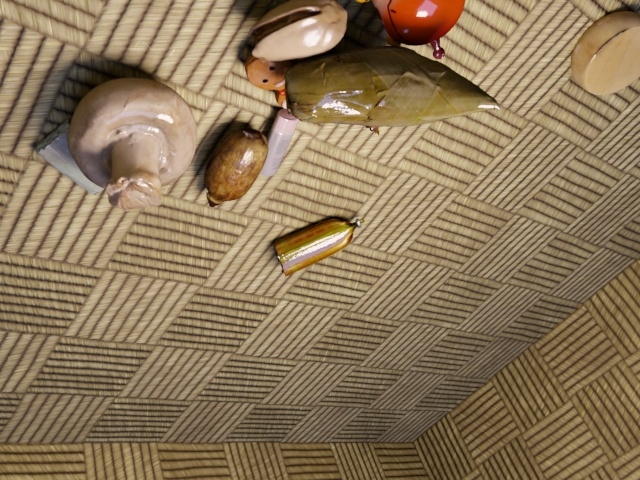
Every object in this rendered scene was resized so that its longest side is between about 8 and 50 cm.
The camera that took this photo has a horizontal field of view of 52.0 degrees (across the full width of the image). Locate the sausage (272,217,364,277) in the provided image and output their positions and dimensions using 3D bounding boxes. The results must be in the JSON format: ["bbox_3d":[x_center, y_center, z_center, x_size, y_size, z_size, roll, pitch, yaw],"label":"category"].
[{"bbox_3d":[-0.001,-0.001,2.110,0.317,0.117,0.125,-26,157,-1],"label":"sausage"}]

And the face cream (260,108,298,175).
[{"bbox_3d":[-0.117,-0.266,1.776,0.084,0.057,0.198,-33,157,-49],"label":"face cream"}]

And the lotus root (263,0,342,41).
[{"bbox_3d":[-0.042,-0.518,1.512,0.183,0.078,0.203,-31,139,27],"label":"lotus root"}]

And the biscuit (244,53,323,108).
[{"bbox_3d":[-0.032,-0.390,1.604,0.324,0.049,0.205,10,144,-33],"label":"biscuit"}]

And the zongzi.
[{"bbox_3d":[0.129,-0.317,1.421,0.356,0.393,0.174,-11,117,-24],"label":"zongzi"}]

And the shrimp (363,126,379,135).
[{"bbox_3d":[0.146,-0.385,1.783,0.145,0.061,0.267,-28,141,-11],"label":"shrimp"}]

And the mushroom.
[{"bbox_3d":[-0.415,-0.211,1.497,0.297,0.290,0.297,-15,142,-12],"label":"mushroom"}]

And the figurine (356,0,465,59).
[{"bbox_3d":[0.225,-0.582,1.479,0.320,0.196,0.323,-27,142,-11],"label":"figurine"}]

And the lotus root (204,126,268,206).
[{"bbox_3d":[-0.232,-0.189,1.744,0.145,0.128,0.260,-20,150,-55],"label":"lotus root"}]

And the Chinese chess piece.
[{"bbox_3d":[0.862,-0.550,1.934,0.250,0.097,0.251,-14,141,-11],"label":"Chinese chess piece"}]

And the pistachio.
[{"bbox_3d":[-0.048,-0.456,1.427,0.223,0.126,0.152,-15,176,9],"label":"pistachio"}]

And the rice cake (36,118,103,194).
[{"bbox_3d":[-0.588,-0.198,1.627,0.124,0.038,0.211,-34,141,12],"label":"rice cake"}]
